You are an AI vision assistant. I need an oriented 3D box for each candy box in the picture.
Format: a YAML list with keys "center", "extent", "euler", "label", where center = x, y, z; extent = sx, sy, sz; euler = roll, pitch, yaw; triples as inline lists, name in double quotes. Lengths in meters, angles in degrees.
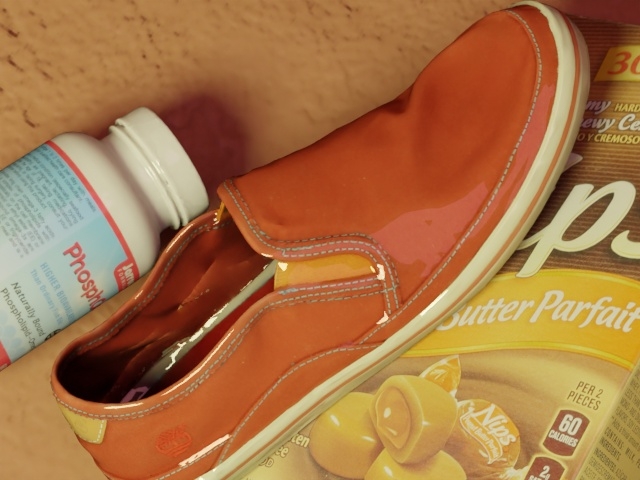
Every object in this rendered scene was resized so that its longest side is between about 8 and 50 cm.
- center: [0.111, 0.040, 0.959]
  extent: [0.087, 0.183, 0.316]
  euler: [43, 71, -45]
  label: "candy box"

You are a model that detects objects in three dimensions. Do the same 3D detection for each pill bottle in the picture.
- center: [-0.141, 0.000, 0.970]
  extent: [0.160, 0.087, 0.087]
  euler: [-34, 88, -13]
  label: "pill bottle"

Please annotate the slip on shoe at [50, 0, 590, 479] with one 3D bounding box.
- center: [0.000, 0.000, 0.936]
  extent: [0.331, 0.123, 0.101]
  euler: [-42, 129, 6]
  label: "slip on shoe"
